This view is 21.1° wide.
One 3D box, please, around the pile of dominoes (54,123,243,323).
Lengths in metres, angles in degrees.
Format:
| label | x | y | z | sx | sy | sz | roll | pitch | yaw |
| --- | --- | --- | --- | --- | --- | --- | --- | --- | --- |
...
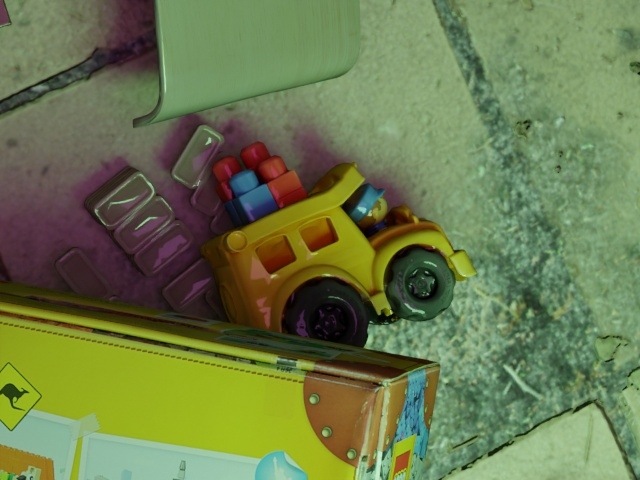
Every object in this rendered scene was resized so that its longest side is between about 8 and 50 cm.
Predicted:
| label | x | y | z | sx | sy | sz | roll | pitch | yaw |
| --- | --- | --- | --- | --- | --- | --- | --- | --- | --- |
| pile of dominoes | -0.113 | 0.038 | 1.613 | 0.196 | 0.040 | 0.251 | -40 | 111 | -10 |

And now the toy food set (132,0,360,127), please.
| label | x | y | z | sx | sy | sz | roll | pitch | yaw |
| --- | --- | --- | --- | --- | --- | --- | --- | --- | --- |
| toy food set | -0.080 | -0.265 | 1.504 | 0.220 | 0.092 | 0.306 | -17 | 113 | -36 |

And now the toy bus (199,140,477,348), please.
| label | x | y | z | sx | sy | sz | roll | pitch | yaw |
| --- | --- | --- | --- | --- | --- | --- | --- | --- | --- |
| toy bus | 0.000 | 0.000 | 1.563 | 0.220 | 0.149 | 0.211 | -24 | 91 | -17 |

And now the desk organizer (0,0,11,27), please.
| label | x | y | z | sx | sy | sz | roll | pitch | yaw |
| --- | --- | --- | --- | --- | --- | --- | --- | --- | --- |
| desk organizer | -0.317 | -0.245 | 1.521 | 0.050 | 0.047 | 0.130 | -18 | 100 | -12 |

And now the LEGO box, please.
| label | x | y | z | sx | sy | sz | roll | pitch | yaw |
| --- | --- | --- | --- | --- | --- | --- | --- | --- | --- |
| LEGO box | -0.189 | 0.239 | 1.416 | 0.500 | 0.193 | 0.372 | 10 | 93 | 15 |
